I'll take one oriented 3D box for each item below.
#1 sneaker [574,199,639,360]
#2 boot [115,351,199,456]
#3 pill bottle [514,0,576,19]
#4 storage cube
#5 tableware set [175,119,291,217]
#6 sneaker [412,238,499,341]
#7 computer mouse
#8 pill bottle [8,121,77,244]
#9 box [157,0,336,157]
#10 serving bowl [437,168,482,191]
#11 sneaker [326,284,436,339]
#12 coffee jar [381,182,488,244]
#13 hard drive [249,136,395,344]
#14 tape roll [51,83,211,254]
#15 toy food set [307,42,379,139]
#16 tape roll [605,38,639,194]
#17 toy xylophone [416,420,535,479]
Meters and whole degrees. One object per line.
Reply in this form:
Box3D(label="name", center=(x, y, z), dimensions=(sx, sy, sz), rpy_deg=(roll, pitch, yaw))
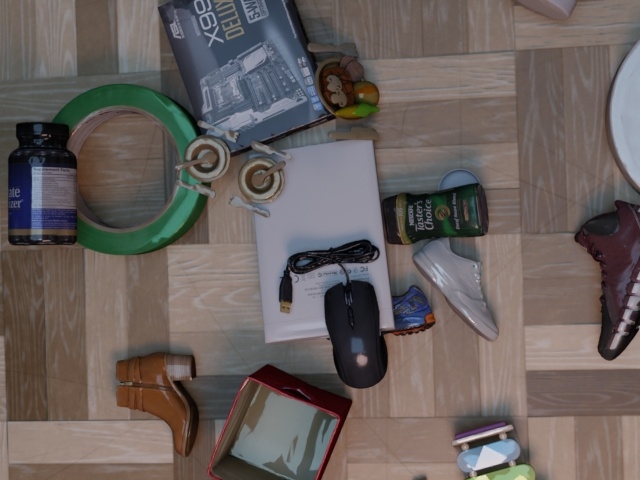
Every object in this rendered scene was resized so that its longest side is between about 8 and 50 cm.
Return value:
Box3D(label="sneaker", center=(0.511, 0.059, 1.869), dimensions=(0.162, 0.106, 0.281), rpy_deg=(25, 99, 27))
Box3D(label="boot", center=(-0.310, 0.310, 1.989), dimensions=(0.152, 0.073, 0.197), rpy_deg=(-4, 77, 7))
Box3D(label="pill bottle", center=(0.434, -0.530, 1.839), dimensions=(0.153, 0.153, 0.264), rpy_deg=(27, 94, 7))
Box3D(label="storage cube", center=(-0.069, 0.350, 1.891), dimensions=(0.184, 0.193, 0.215), rpy_deg=(22, 94, 8))
Box3D(label="tableware set", center=(-0.159, -0.130, 1.905), dimensions=(0.194, 0.039, 0.128), rpy_deg=(21, 93, 7))
Box3D(label="sneaker", center=(0.265, 0.082, 1.907), dimensions=(0.094, 0.080, 0.212), rpy_deg=(-39, 84, -5))
Box3D(label="computer mouse", center=(0.017, 0.127, 1.827), dimensions=(0.184, 0.060, 0.262), rpy_deg=(-6, 76, 7))
Box3D(label="pill bottle", center=(-0.502, -0.101, 1.912), dimensions=(0.123, 0.123, 0.219), rpy_deg=(0, 89, 8))
Box3D(label="box", center=(-0.136, -0.329, 1.958), dimensions=(0.242, 0.076, 0.307), rpy_deg=(-19, 88, 8))
Box3D(label="serving bowl", center=(0.256, -0.091, 1.923), dimensions=(0.083, 0.027, 0.083), rpy_deg=(4, 102, 20))
Box3D(label="sneaker", center=(0.097, 0.138, 1.934), dimensions=(0.221, 0.083, 0.087), rpy_deg=(-11, 73, 5))
Box3D(label="coffee jar", center=(0.203, -0.045, 1.892), dimensions=(0.184, 0.079, 0.096), rpy_deg=(-8, 92, 22))
Box3D(label="hard drive", center=(0.000, 0.000, 1.916), dimensions=(0.233, 0.047, 0.353), rpy_deg=(-8, 76, 8))
Box3D(label="tape roll", center=(-0.367, -0.132, 1.993), dimensions=(0.321, 0.077, 0.321), rpy_deg=(0, 90, 7))
Box3D(label="toy food set", center=(0.049, -0.276, 1.901), dimensions=(0.038, 0.132, 0.192), rpy_deg=(-28, 72, 50))
Box3D(label="tape roll", center=(0.698, -0.222, 1.842), dimensions=(0.392, 0.072, 0.392), rpy_deg=(0, 89, 8))
Box3D(label="toy xylophone", center=(0.307, 0.493, 1.893), dimensions=(0.236, 0.081, 0.322), rpy_deg=(-26, 86, 8))
